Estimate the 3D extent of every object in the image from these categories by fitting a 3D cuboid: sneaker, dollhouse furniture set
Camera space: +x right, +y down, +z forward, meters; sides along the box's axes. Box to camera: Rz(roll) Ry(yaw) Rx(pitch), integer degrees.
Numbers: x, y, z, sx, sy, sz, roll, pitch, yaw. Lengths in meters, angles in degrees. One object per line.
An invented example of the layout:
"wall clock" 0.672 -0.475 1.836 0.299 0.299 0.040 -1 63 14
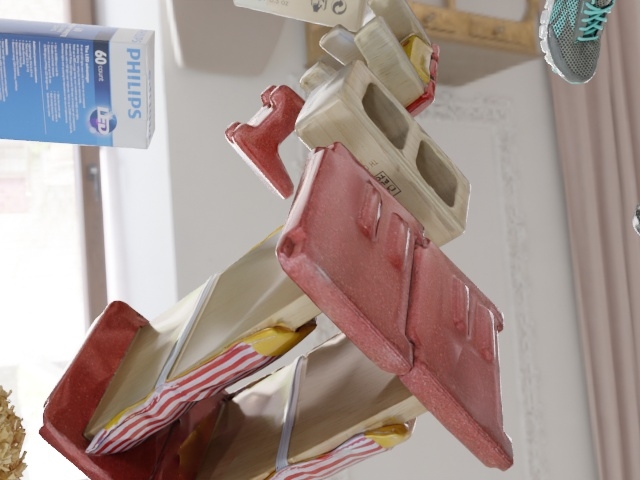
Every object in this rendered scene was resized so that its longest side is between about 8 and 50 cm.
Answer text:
"sneaker" 0.261 -0.235 0.778 0.065 0.166 0.076 -14 -157 -12
"dollhouse furniture set" 0.000 0.000 0.527 0.201 0.152 0.374 -33 -158 30

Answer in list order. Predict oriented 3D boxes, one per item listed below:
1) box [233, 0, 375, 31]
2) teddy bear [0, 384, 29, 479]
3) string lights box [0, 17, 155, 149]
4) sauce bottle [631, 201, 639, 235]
"box" 0.019 -0.353 0.664 0.121 0.311 0.148 16 -149 11
"teddy bear" -0.237 0.173 0.389 0.113 0.337 0.245 19 -133 40
"string lights box" -0.334 -0.190 0.946 0.260 0.133 0.076 4 -152 -6
"sauce bottle" 0.172 -0.050 0.349 0.042 0.042 0.128 -4 135 -5
